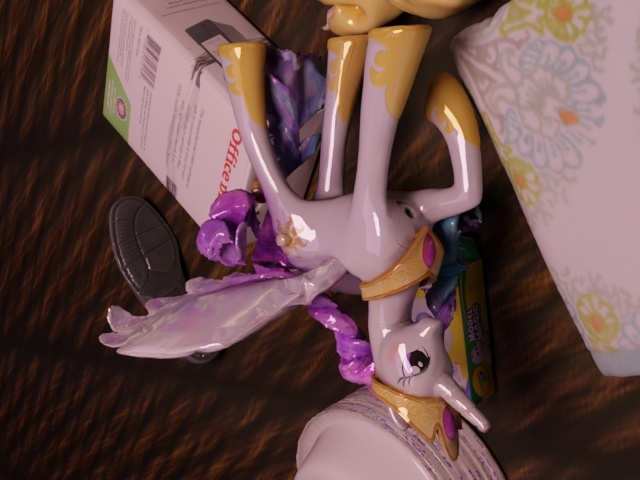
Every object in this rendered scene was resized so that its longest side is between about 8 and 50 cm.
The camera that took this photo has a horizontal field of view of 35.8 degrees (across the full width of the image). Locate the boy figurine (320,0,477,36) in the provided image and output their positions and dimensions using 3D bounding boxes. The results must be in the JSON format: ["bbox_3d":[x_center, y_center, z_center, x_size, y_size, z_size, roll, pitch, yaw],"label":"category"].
[{"bbox_3d":[0.034,-0.270,0.899,0.285,0.092,0.177,26,128,41],"label":"boy figurine"}]

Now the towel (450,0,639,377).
[{"bbox_3d":[0.282,-0.076,0.705,0.374,0.090,0.320,-26,86,55],"label":"towel"}]

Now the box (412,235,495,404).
[{"bbox_3d":[0.123,0.074,1.028,0.105,0.043,0.179,15,119,48],"label":"box"}]

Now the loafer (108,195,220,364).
[{"bbox_3d":[-0.239,0.066,1.447,0.267,0.096,0.084,61,150,2],"label":"loafer"}]

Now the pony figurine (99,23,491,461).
[{"bbox_3d":[0.000,0.000,0.901,0.351,0.303,0.363,5,104,42],"label":"pony figurine"}]

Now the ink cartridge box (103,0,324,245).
[{"bbox_3d":[-0.129,-0.151,1.154,0.273,0.115,0.198,47,141,25],"label":"ink cartridge box"}]

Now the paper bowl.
[{"bbox_3d":[0.078,0.316,1.140,0.284,0.148,0.284,29,130,41],"label":"paper bowl"}]
